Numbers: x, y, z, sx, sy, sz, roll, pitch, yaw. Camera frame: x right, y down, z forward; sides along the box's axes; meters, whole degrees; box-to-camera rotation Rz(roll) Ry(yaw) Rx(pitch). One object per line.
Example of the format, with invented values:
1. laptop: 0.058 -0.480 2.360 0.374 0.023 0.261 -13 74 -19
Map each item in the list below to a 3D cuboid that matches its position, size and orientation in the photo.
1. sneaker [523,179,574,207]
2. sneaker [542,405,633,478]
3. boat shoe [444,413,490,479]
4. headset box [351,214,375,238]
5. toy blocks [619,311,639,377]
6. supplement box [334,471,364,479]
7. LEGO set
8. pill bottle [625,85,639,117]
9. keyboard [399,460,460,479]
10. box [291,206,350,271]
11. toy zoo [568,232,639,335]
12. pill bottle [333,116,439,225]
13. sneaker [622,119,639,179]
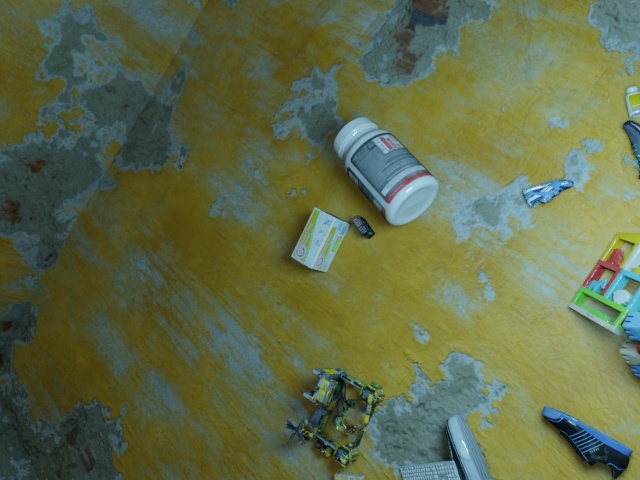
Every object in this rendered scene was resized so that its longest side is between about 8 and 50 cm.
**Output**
1. sneaker: 0.684 -0.141 1.588 0.144 0.053 0.059 -19 70 35
2. sneaker: 0.697 0.535 1.419 0.232 0.081 0.090 26 87 31
3. boat shoe: 0.415 0.682 1.533 0.119 0.121 0.335 -27 67 25
4. headset box: 0.150 -0.051 1.880 0.032 0.062 0.083 -41 63 16
5. toy blocks: 0.850 0.273 1.251 0.191 0.381 0.261 -46 19 -23
6. supplement box: 0.095 0.802 1.748 0.098 0.036 0.062 -7 77 29
7. LEGO set: 0.041 0.571 1.737 0.255 0.192 0.331 33 97 32
8. pill bottle: 0.898 -0.396 1.517 0.043 0.043 0.083 -11 75 29
9. keyboard: 0.322 0.702 1.579 0.256 0.014 0.072 -40 55 51
10. box: 0.000 0.000 1.929 0.103 0.114 0.203 29 96 32
11. toy zoo: 0.803 0.090 1.407 0.293 0.030 0.192 -59 14 7
12. pill bottle: 0.211 -0.241 1.797 0.210 0.210 0.363 -45 61 15
13. sneaker: 0.895 -0.231 1.465 0.098 0.083 0.223 -42 62 22
